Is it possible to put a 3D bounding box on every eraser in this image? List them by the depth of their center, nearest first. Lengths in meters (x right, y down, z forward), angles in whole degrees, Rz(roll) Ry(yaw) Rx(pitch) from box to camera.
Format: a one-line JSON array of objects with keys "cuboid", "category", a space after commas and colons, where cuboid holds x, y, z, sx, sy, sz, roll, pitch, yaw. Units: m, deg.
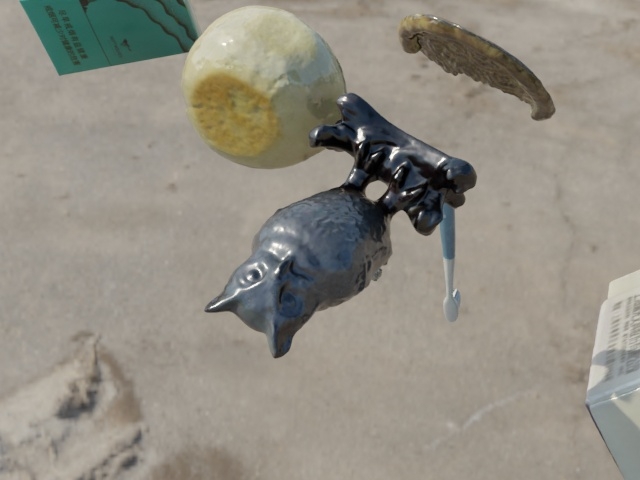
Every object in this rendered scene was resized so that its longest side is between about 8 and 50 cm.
[{"cuboid": [0.296, 0.121, 0.975, 0.081, 0.124, 0.279, -26, 8, 23], "category": "eraser"}]

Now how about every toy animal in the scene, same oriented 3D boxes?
[{"cuboid": [-0.003, 0.004, 0.774, 0.121, 0.117, 0.210, 37, 58, 14], "category": "toy animal"}]

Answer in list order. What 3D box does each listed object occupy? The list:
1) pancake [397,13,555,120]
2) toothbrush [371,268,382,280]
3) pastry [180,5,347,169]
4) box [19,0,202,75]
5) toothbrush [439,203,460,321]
[{"cuboid": [0.164, -0.189, 1.234, 0.190, 0.184, 0.020, 26, 83, 45], "category": "pancake"}, {"cuboid": [0.041, 0.025, 1.268, 0.028, 0.026, 0.294, 31, 0, 11], "category": "toothbrush"}, {"cuboid": [-0.052, -0.133, 1.026, 0.156, 0.156, 0.092, 16, 50, 20], "category": "pastry"}, {"cuboid": [-0.299, -0.322, 1.651, 0.226, 0.161, 0.042, -10, 55, 6], "category": "box"}, {"cuboid": [0.143, 0.001, 1.265, 0.019, 0.275, 0.025, 12, 53, 19], "category": "toothbrush"}]
